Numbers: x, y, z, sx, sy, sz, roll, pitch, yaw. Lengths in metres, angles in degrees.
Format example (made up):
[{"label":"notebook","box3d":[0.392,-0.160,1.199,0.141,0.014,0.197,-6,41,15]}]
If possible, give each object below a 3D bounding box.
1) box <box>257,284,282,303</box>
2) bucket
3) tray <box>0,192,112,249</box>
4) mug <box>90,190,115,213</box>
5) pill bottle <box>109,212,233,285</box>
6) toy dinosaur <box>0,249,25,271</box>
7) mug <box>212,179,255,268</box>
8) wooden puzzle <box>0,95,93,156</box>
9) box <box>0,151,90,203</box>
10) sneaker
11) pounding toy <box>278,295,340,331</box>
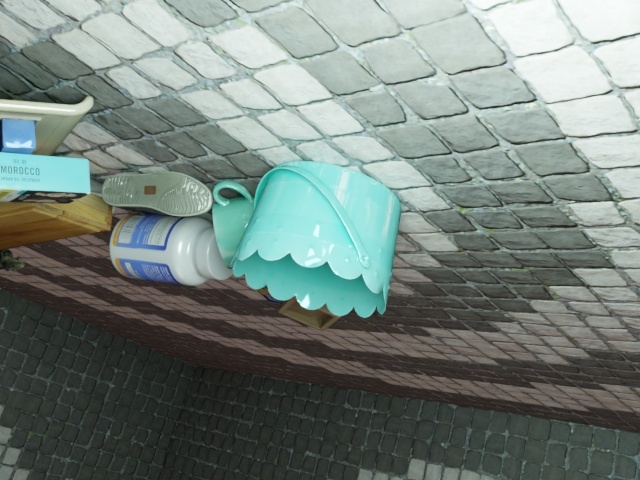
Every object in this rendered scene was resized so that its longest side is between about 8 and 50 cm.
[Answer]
[{"label":"box","box3d":[-0.126,0.113,1.830,0.059,0.054,0.169,8,159,21]},{"label":"bucket","box3d":[0.000,0.000,1.205,0.282,0.183,0.281,14,161,5]},{"label":"tray","box3d":[-0.666,-0.046,1.507,0.411,0.076,0.203,-7,163,27]},{"label":"mug","box3d":[-0.490,-0.082,1.587,0.064,0.078,0.062,3,125,10]},{"label":"pill bottle","box3d":[-0.315,0.020,1.567,0.272,0.152,0.152,5,158,30]},{"label":"toy dinosaur","box3d":[-0.989,0.045,2.237,0.064,0.118,0.268,31,157,-36]},{"label":"mug","box3d":[-0.140,-0.026,1.329,0.098,0.129,0.157,-12,149,3]},{"label":"wooden puzzle","box3d":[-0.571,-0.155,1.150,0.348,0.080,0.322,-7,175,-32]},{"label":"box","box3d":[-0.502,-0.098,1.129,0.244,0.060,0.101,0,171,-40]},{"label":"sneaker","box3d":[-0.299,-0.086,1.396,0.222,0.083,0.118,8,175,13]},{"label":"pounding toy","box3d":[-0.028,0.118,1.721,0.181,0.094,0.206,25,151,-10]}]
